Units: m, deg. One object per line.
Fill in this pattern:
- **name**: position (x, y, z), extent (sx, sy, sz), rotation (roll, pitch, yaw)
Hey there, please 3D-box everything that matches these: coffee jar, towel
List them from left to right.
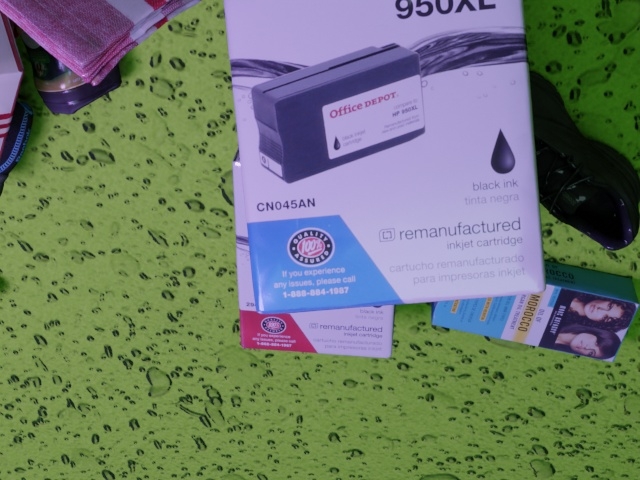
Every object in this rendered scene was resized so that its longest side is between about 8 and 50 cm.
- **coffee jar**: position (-0.293, -0.239, 1.047), extent (0.079, 0.096, 0.184), rotation (12, 129, 37)
- **towel**: position (-0.155, -0.300, 0.839), extent (0.237, 0.329, 0.037), rotation (40, 161, 23)

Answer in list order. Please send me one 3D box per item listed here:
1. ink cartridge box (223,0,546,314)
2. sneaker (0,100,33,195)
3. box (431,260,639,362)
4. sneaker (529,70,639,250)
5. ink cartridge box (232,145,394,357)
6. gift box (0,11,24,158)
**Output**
- **ink cartridge box**: position (0.064, -0.140, 0.942), extent (0.285, 0.166, 0.395), rotation (-5, 95, 8)
- **sneaker**: position (-0.509, -0.186, 1.115), extent (0.341, 0.125, 0.140), rotation (32, 95, -12)
- **box**: position (0.273, 0.080, 1.203), extent (0.244, 0.060, 0.100), rotation (12, 122, -1)
- **sneaker**: position (0.261, -0.094, 1.058), extent (0.286, 0.130, 0.109), rotation (32, 122, -12)
- **ink cartridge box**: position (0.000, 0.000, 1.153), extent (0.197, 0.114, 0.273), rotation (3, 120, 5)
- **gift box**: position (-0.436, -0.223, 0.930), extent (0.255, 0.258, 0.276), rotation (-30, 75, 60)
